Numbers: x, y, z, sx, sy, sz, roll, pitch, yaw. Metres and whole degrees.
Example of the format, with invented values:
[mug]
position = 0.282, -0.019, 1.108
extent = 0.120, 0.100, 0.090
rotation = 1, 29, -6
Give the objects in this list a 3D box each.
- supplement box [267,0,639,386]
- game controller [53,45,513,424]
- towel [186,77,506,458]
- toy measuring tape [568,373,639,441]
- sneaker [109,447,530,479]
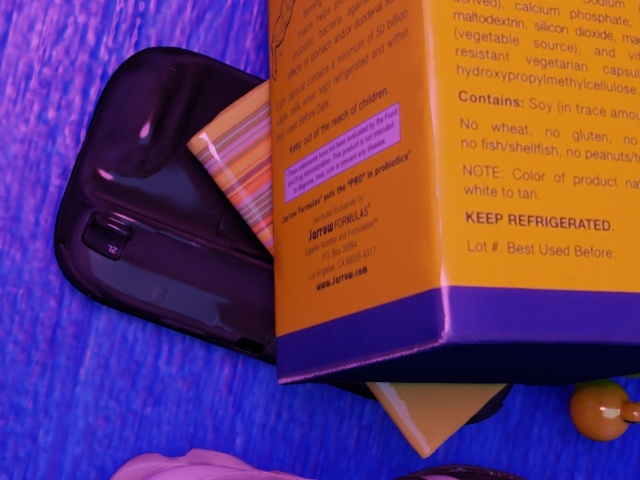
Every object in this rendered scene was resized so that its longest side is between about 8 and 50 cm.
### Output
[supplement box]
position = 0.093, -0.105, 0.692
extent = 0.194, 0.195, 0.356
rotation = 4, 78, -25
[game controller]
position = 0.000, 0.000, 0.798
extent = 0.319, 0.067, 0.166
rotation = 21, 72, -18
[towel]
position = 0.026, 0.007, 0.761
extent = 0.102, 0.021, 0.237
rotation = -38, 95, -21
[toy measuring tape]
position = 0.218, -0.029, 0.823
extent = 0.121, 0.121, 0.330
rotation = 8, 91, -18
[sneaker]
position = 0.037, 0.203, 0.771
extent = 0.330, 0.146, 0.122
rotation = 6, 90, -19
